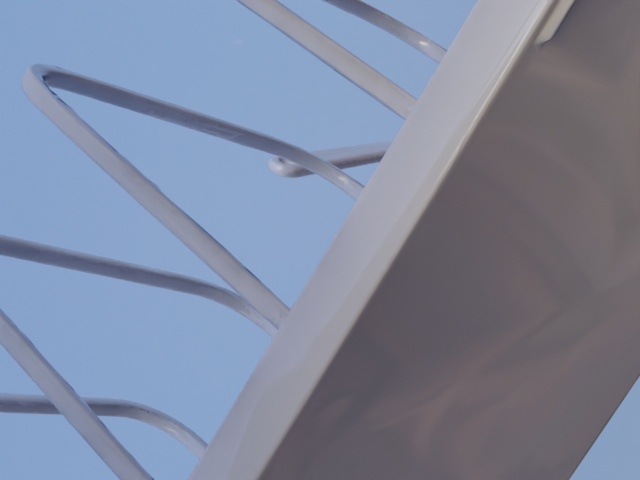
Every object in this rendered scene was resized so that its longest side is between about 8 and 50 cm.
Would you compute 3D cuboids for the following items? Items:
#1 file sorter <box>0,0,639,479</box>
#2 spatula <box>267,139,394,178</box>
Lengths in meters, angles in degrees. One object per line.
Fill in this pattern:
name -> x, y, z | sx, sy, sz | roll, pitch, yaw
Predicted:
file sorter -> 0.000, 0.000, 0.473 | 0.193, 0.173, 0.277 | 13, -68, -54
spatula -> 0.093, -0.027, 0.745 | 0.242, 0.168, 0.019 | -14, -56, -49
